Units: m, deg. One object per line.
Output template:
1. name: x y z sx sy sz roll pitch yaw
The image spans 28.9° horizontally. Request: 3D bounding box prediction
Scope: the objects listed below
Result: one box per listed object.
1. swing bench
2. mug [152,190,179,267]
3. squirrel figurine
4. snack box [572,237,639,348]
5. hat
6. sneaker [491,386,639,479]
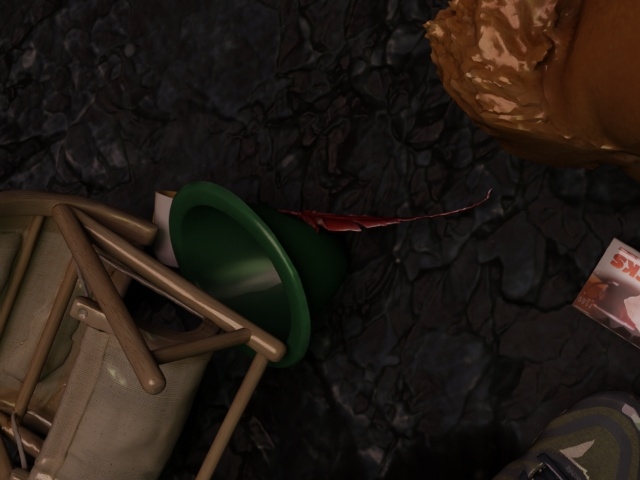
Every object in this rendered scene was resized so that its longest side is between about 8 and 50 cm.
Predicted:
1. swing bench: -0.206 0.125 1.077 0.255 0.165 0.253 41 119 28
2. mug: -0.128 -0.010 1.153 0.062 0.078 0.064 11 98 -5
3. squirrel figurine: 0.269 -0.226 0.865 0.397 0.281 0.370 9 81 25
4. snack box: 0.285 0.070 0.948 0.178 0.022 0.064 34 97 26
5. hat: 0.000 0.000 1.094 0.208 0.184 0.173 39 143 28
6. sneaker: 0.146 0.232 0.940 0.111 0.121 0.300 44 103 24
